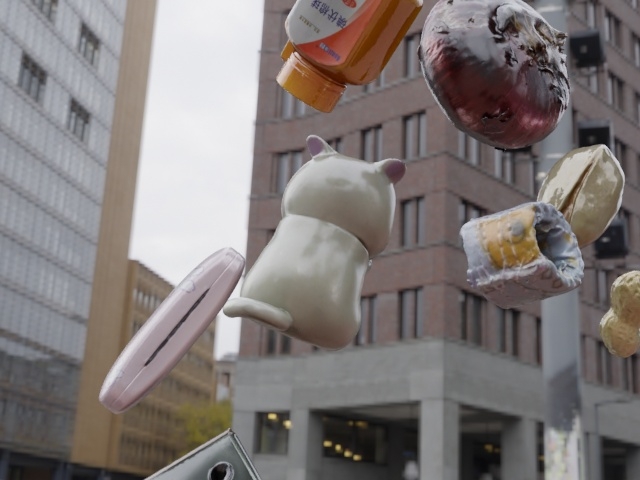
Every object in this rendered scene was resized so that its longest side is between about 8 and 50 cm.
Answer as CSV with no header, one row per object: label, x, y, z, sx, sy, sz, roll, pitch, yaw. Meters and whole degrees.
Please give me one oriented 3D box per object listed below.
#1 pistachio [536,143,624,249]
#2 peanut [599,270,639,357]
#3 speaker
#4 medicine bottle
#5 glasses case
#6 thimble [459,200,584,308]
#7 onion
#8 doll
pistachio,0.390,-0.064,1.455,0.124,0.185,0.124,21,-33,15
peanut,0.576,0.139,1.822,0.082,0.082,0.187,5,-61,-6
speaker,-0.188,0.442,1.518,0.230,0.153,0.193,-29,-44,-10
medicine bottle,0.031,-0.312,1.457,0.112,0.149,0.222,3,-56,-56
glasses case,-0.217,0.130,1.423,0.075,0.297,0.113,40,-15,-7
thimble,0.268,0.021,1.287,0.117,0.127,0.151,-22,-25,33
onion,0.297,-0.296,1.706,0.313,0.314,0.232,16,-37,-37
doll,-0.001,0.026,1.672,0.214,0.370,0.226,18,-24,22
